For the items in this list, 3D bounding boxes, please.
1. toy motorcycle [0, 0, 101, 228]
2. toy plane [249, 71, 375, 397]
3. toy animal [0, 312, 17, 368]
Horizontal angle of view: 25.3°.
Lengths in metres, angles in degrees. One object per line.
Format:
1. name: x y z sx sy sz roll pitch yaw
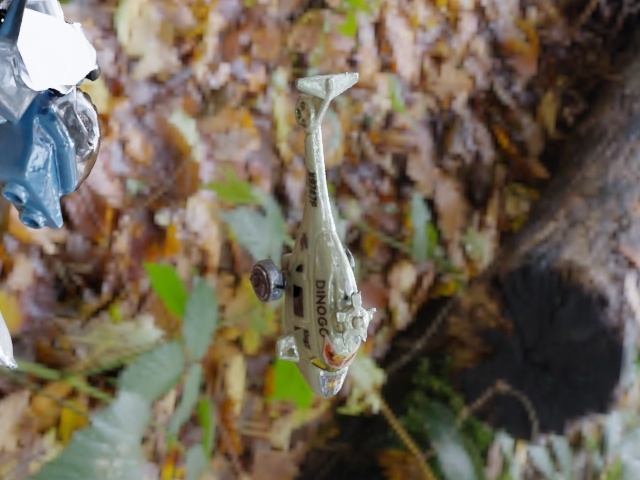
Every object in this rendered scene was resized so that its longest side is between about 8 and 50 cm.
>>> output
1. toy motorcycle: -0.355 -0.153 1.493 0.416 0.172 0.232 69 38 -55
2. toy plane: 0.000 0.000 1.214 0.092 0.108 0.286 -11 104 -30
3. toy animal: -0.352 0.041 0.884 0.196 0.368 0.241 -36 116 -29
